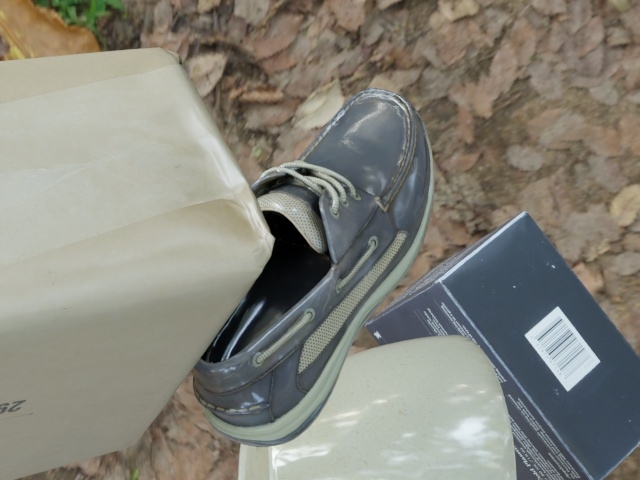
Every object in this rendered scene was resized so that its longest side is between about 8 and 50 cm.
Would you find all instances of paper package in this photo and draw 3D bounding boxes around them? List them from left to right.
[{"bbox_3d":[-0.243,0.046,0.696,0.324,0.309,0.168,-12,65,-31],"label":"paper package"}]

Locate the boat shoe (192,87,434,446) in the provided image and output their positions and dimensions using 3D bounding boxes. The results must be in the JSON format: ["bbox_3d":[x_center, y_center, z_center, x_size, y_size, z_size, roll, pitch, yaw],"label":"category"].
[{"bbox_3d":[0.000,0.000,0.965,0.132,0.130,0.355,12,61,23],"label":"boat shoe"}]

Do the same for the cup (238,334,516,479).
[{"bbox_3d":[0.040,0.266,1.251,0.236,0.331,0.331,3,84,-16],"label":"cup"}]

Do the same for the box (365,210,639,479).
[{"bbox_3d":[0.274,0.176,1.643,0.179,0.312,0.343,-36,88,-23],"label":"box"}]
